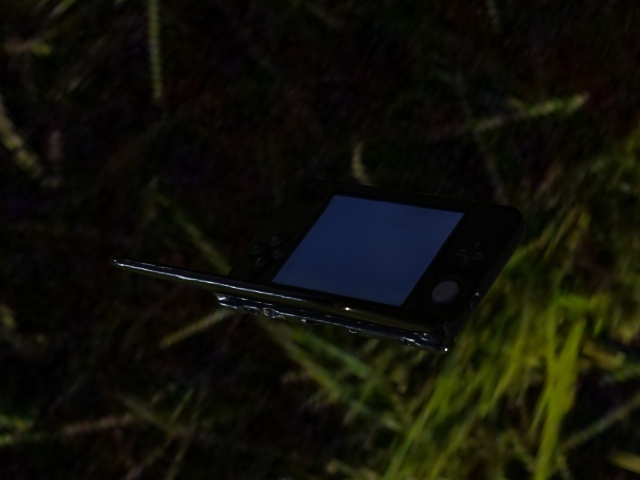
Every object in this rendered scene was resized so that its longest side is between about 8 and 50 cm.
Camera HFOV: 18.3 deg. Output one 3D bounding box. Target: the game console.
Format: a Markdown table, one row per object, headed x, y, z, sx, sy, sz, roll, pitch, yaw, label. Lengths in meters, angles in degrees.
| x | y | z | sx | sy | sz | roll | pitch | yaw | label |
| --- | --- | --- | --- | --- | --- | --- | --- | --- | --- |
| 0.000 | 0.000 | 0.782 | 0.122 | 0.107 | 0.071 | 10 | 143 | 40 | game console |
